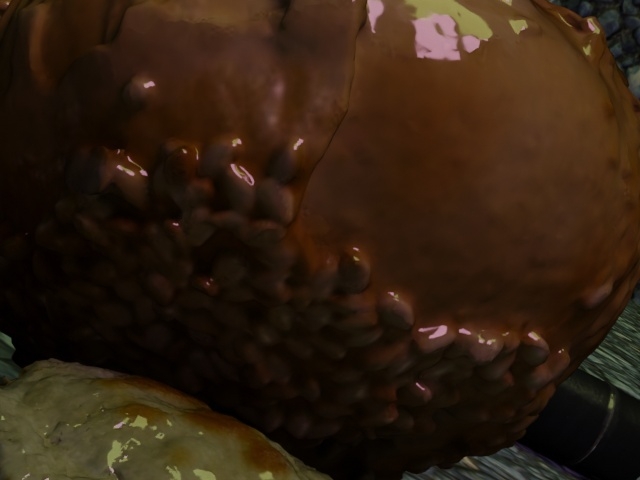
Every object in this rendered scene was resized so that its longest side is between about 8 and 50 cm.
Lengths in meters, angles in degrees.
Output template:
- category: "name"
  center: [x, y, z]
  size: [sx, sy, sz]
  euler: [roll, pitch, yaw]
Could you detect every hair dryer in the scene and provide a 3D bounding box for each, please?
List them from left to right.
- category: "hair dryer"
  center: [0.181, 0.127, 1.614]
  size: [0.124, 0.071, 0.219]
  euler: [28, 1, -15]

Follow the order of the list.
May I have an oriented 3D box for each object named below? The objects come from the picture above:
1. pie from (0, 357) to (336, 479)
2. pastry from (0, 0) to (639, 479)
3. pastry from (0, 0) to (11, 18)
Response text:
- category: "pie"
  center: [-0.022, 0.118, 0.710]
  size: [0.248, 0.090, 0.201]
  euler: [32, 3, -15]
- category: "pastry"
  center: [-0.006, 0.001, 0.822]
  size: [0.284, 0.184, 0.315]
  euler: [2, -21, 15]
- category: "pastry"
  center: [-0.220, -0.122, 1.073]
  size: [0.154, 0.250, 0.102]
  euler: [38, -11, 39]
